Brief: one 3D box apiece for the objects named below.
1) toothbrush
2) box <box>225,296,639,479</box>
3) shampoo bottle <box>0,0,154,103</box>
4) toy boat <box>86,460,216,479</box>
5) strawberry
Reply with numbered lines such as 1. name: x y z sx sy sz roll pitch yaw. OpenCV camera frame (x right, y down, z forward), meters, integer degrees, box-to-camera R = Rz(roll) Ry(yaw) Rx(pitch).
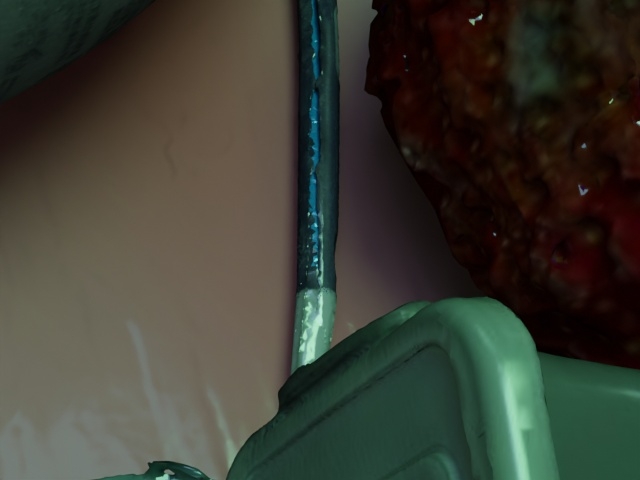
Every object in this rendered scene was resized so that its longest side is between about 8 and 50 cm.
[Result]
1. toothbrush: 0.000 0.000 0.553 0.026 0.024 0.288 3 62 -6
2. box: 0.069 0.145 0.407 0.135 0.163 0.243 8 60 -26
3. shampoo bottle: -0.137 -0.183 0.491 0.273 0.273 0.266 39 58 13
4. toy boat: -0.128 0.153 0.437 0.206 0.096 0.282 23 53 22
5. strawberry: 0.156 -0.068 0.497 0.274 0.220 0.274 3 67 -6
